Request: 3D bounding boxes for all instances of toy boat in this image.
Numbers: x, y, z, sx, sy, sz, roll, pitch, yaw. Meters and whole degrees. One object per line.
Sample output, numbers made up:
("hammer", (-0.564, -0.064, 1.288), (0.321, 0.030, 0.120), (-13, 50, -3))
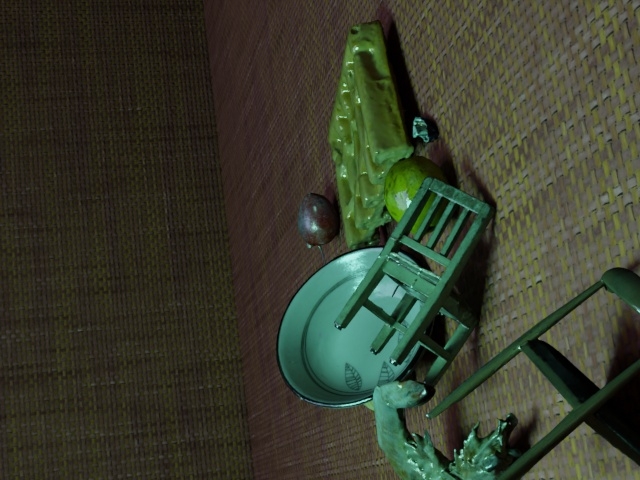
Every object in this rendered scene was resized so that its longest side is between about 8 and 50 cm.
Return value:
("toy boat", (0.166, -0.179, 1.727), (0.083, 0.038, 0.038), (-126, 34, -66))

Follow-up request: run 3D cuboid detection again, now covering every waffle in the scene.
("waffle", (0.083, -0.186, 1.941), (0.348, 0.078, 0.304), (102, 161, -56))

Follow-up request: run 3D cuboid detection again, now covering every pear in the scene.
("pear", (0.153, -0.074, 1.664), (0.107, 0.107, 0.131), (122, 135, -67))

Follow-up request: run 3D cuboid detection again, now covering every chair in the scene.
("chair", (0.286, 0.178, 1.134), (0.272, 0.166, 0.188), (-46, 26, 8))
("chair", (0.164, 0.065, 1.584), (0.136, 0.147, 0.270), (29, 84, 39))

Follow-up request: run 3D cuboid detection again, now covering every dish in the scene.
("dish", (0.079, 0.164, 1.833), (0.106, 0.316, 0.316), (47, -162, -44))

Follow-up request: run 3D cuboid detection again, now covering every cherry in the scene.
("cherry", (0.000, 0.000, 2.345), (0.107, 0.090, 0.225), (23, 126, 61))

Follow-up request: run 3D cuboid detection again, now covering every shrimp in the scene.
("shrimp", (0.180, 0.296, 1.550), (0.247, 0.085, 0.360), (50, 152, 6))

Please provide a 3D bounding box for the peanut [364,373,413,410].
("peanut", (0.104, 0.239, 1.933), (0.159, 0.109, 0.140), (-138, 44, -69))
